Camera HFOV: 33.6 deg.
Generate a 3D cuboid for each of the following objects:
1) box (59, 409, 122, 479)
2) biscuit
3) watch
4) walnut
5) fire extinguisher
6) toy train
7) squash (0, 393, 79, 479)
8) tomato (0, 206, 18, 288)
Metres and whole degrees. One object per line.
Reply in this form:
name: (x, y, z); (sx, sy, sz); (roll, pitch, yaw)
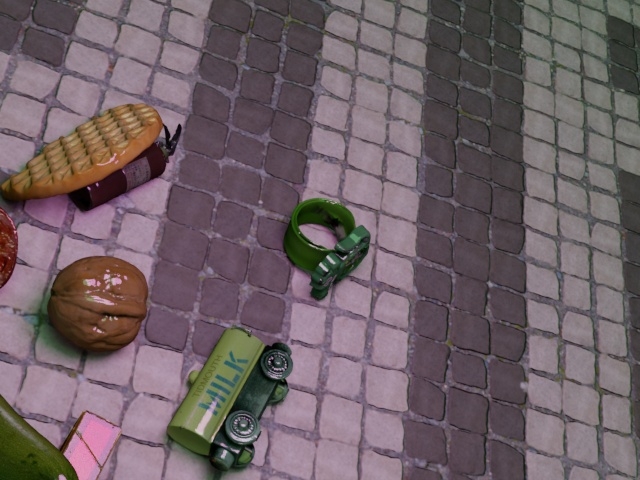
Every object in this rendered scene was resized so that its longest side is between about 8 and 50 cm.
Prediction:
box: (-0.377, 0.378, 1.515); (0.074, 0.153, 0.240); (26, 53, -5)
biscuit: (-0.387, -0.159, 1.822); (0.309, 0.204, 0.040); (-43, 125, -36)
watch: (0.000, 0.000, 1.948); (0.152, 0.131, 0.165); (43, 52, 16)
walnut: (-0.357, 0.100, 1.703); (0.166, 0.149, 0.167); (-4, 96, -37)
fire extinguisher: (-0.335, -0.139, 1.880); (0.071, 0.099, 0.231); (34, 49, 30)
toy train: (-0.146, 0.253, 1.745); (0.157, 0.105, 0.253); (25, 53, 7)
squash: (-0.452, 0.279, 1.467); (0.107, 0.107, 0.395); (-25, 35, -35)
tomato: (-0.554, 0.012, 1.691); (0.139, 0.091, 0.159); (0, 88, -15)
